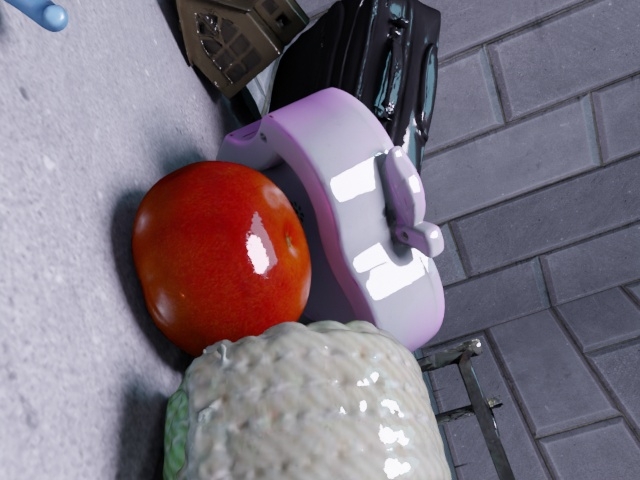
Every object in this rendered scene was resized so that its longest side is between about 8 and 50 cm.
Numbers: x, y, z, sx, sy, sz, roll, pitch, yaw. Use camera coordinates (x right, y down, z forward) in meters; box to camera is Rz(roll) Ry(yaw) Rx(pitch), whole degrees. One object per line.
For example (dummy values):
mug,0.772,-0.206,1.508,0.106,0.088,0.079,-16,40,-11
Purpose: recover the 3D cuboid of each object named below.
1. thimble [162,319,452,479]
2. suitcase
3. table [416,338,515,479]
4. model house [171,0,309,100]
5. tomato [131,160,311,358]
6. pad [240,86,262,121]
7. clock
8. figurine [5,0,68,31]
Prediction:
thimble,-0.014,0.167,0.411,0.219,0.219,0.150,57,17,-51
suitcase,0.039,-0.199,0.837,0.189,0.339,0.344,20,72,-25
table,0.104,0.327,0.533,0.222,0.273,0.334,56,17,-51
model house,-0.162,-0.405,0.876,0.243,0.204,0.211,46,21,-23
tomato,-0.085,0.018,0.503,0.195,0.136,0.195,51,28,-41
pad,-0.149,-0.295,1.119,0.142,0.003,0.211,59,7,-46
clock,0.000,0.000,0.631,0.339,0.102,0.338,39,-35,35
figurine,-0.214,-0.253,0.358,0.179,0.154,0.262,60,12,11
